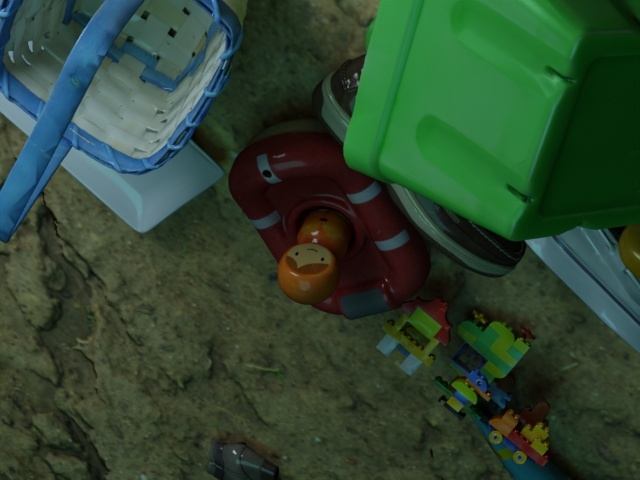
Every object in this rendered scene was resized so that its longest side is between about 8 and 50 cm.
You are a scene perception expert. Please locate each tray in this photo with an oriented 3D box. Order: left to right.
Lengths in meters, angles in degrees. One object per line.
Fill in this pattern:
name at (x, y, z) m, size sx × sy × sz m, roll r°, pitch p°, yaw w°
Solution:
tray at (-0.230, -0.130, 1.570) m, size 0.270 × 0.030 × 0.145 m, roll 43°, pitch 129°, yaw -18°

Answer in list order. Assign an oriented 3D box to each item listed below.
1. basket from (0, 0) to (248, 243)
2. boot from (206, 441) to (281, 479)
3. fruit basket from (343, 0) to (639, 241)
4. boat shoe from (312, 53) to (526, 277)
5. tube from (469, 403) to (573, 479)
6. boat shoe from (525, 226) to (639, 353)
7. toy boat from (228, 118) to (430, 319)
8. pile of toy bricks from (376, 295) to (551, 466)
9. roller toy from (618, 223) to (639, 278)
basket at (-0.187, -0.154, 1.356) m, size 0.201 × 0.289 × 0.255 m, roll 30°, pitch 130°, yaw -10°
boot at (-0.092, 0.284, 1.871) m, size 0.087 × 0.042 × 0.118 m, roll 17°, pitch 132°, yaw 14°
fruit basket at (0.177, -0.166, 1.243) m, size 0.392 × 0.392 × 0.283 m, roll 18°, pitch 123°, yaw 4°
boat shoe at (0.111, -0.072, 1.459) m, size 0.257 × 0.095 × 0.095 m, roll 42°, pitch 124°, yaw -16°
tube at (0.221, 0.240, 1.704) m, size 0.052 × 0.080 × 0.207 m, roll -45°, pitch 112°, yaw -3°
boat shoe at (0.289, 0.034, 1.486) m, size 0.084 × 0.095 × 0.258 m, roll -43°, pitch 121°, yaw 13°
toy boat at (0.000, 0.000, 1.516) m, size 0.151 × 0.151 × 0.231 m, roll -15°, pitch 122°, yaw 29°
pile of toy bricks at (0.172, 0.125, 1.612) m, size 0.212 × 0.118 × 0.105 m, roll 40°, pitch 104°, yaw 6°
roller toy at (0.382, 0.019, 1.372) m, size 0.209 × 0.191 × 0.146 m, roll 29°, pitch 139°, yaw 27°
